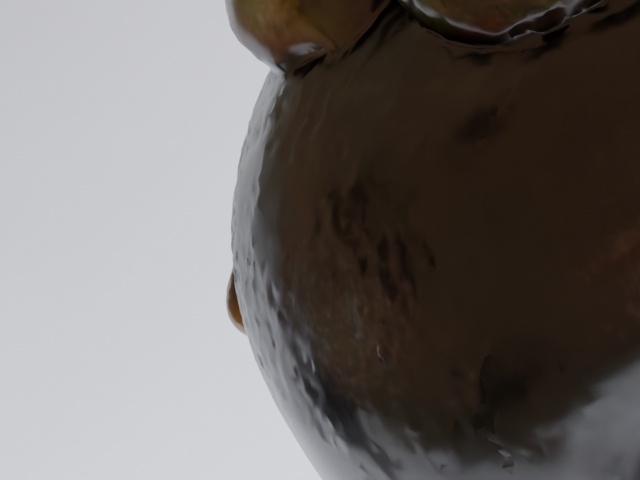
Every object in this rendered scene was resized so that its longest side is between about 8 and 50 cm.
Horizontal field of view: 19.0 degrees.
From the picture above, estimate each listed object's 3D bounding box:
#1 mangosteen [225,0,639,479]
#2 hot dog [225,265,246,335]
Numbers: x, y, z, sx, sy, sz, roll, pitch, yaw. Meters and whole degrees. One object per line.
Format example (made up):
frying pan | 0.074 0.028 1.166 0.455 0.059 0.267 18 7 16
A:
mangosteen | 0.094 -0.039 0.576 0.275 0.302 0.275 -21 -161 8
hot dog | -0.002 0.001 1.077 0.090 0.060 0.140 -22 -140 34
